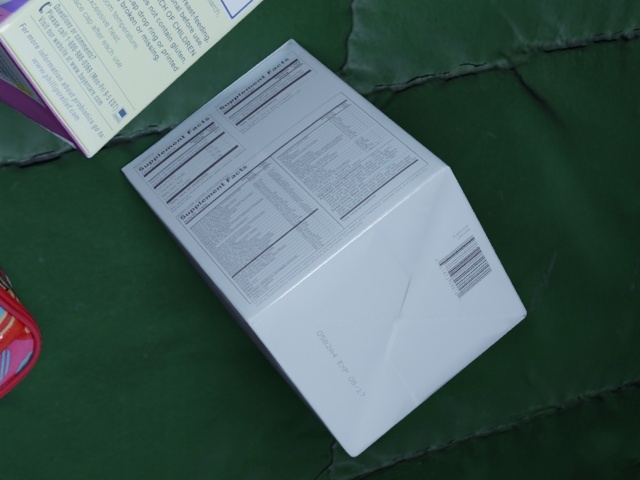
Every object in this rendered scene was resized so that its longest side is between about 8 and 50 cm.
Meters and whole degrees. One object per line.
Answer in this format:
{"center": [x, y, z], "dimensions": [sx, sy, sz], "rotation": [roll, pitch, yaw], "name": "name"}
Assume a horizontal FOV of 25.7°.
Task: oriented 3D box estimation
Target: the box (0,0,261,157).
{"center": [-0.155, -0.207, 0.978], "dimensions": [0.243, 0.213, 0.117], "rotation": [-44, 133, -15], "name": "box"}

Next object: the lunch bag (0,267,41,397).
{"center": [-0.384, 0.107, 1.136], "dimensions": [0.293, 0.120, 0.258], "rotation": [-40, 136, -2], "name": "lunch bag"}

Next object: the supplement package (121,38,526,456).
{"center": [0.000, 0.000, 1.202], "dimensions": [0.198, 0.263, 0.199], "rotation": [-38, 132, -6], "name": "supplement package"}
